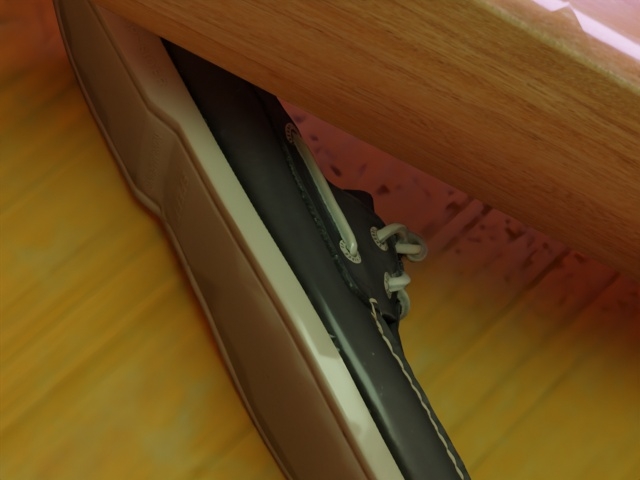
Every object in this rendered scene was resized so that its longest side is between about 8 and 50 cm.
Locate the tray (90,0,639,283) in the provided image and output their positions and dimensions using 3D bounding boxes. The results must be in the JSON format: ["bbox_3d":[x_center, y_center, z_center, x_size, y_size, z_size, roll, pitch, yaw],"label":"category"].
[{"bbox_3d":[0.123,-0.081,0.456,0.411,0.076,0.203,27,59,-20],"label":"tray"}]

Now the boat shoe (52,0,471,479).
[{"bbox_3d":[0.000,0.000,0.458,0.065,0.075,0.206,-25,76,-21],"label":"boat shoe"}]
